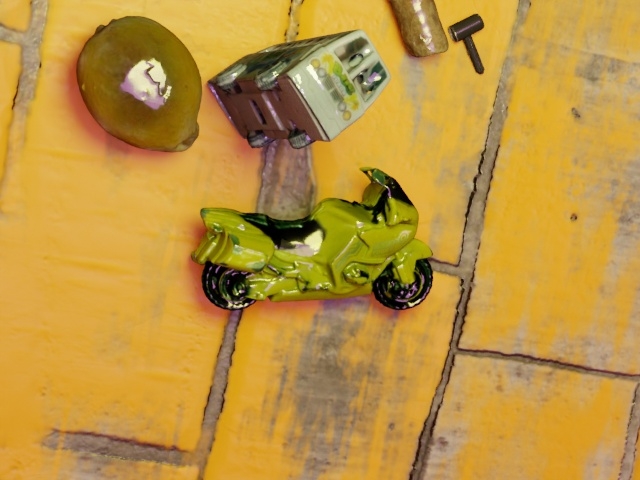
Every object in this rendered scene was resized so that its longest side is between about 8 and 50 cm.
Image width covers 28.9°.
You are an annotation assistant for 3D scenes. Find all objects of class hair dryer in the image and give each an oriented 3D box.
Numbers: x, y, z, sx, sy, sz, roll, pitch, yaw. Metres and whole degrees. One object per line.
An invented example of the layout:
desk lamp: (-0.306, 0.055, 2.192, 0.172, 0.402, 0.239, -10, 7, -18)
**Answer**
hair dryer: (0.217, -0.275, 1.759, 0.047, 0.026, 0.083, -26, 109, -7)

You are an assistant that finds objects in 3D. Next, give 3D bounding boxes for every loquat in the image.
loquat: (-0.229, -0.198, 1.607, 0.152, 0.152, 0.195, -36, 98, -5)

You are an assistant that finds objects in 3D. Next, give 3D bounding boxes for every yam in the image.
yam: (0.098, -0.391, 1.687, 0.066, 0.066, 0.300, -24, 105, -8)

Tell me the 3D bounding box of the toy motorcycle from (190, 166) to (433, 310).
toy motorcycle: (0.001, 0.001, 1.699, 0.342, 0.142, 0.206, 0, 99, -15)

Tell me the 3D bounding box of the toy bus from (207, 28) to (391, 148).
toy bus: (-0.032, -0.192, 1.557, 0.136, 0.329, 0.109, -35, 107, -15)
